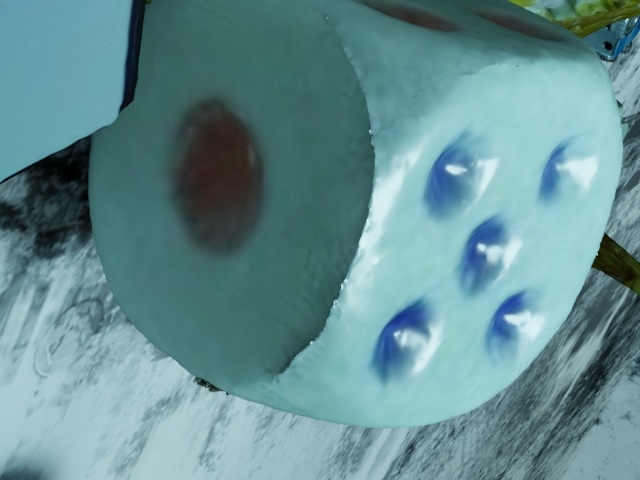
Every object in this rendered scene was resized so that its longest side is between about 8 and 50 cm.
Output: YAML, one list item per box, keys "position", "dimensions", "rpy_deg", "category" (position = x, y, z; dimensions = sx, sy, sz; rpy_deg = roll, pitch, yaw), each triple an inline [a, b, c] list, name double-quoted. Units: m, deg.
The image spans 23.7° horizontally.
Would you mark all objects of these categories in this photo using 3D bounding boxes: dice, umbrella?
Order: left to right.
- position: [-0.098, 0.133, 1.454]
  dimensions: [0.083, 0.020, 0.031]
  rpy_deg: [40, 47, -68]
  category: "umbrella"
- position: [0.021, -0.046, 1.034]
  dimensions: [0.262, 0.268, 0.264]
  rpy_deg: [-3, 116, -46]
  category: "dice"

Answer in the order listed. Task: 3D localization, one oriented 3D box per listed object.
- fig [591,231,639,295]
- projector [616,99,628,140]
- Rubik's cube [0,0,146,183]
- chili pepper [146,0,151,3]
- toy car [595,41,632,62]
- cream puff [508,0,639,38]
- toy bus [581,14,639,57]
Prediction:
- position: [0.216, -0.010, 1.556]
  dimensions: [0.190, 0.290, 0.190]
  rpy_deg: [-64, -179, 3]
  category: "fig"
- position: [0.135, -0.019, 1.260]
  dimensions: [0.198, 0.108, 0.250]
  rpy_deg: [-16, 135, -61]
  category: "projector"
- position: [-0.232, -0.151, 0.433]
  dimensions: [0.283, 0.288, 0.293]
  rpy_deg: [-35, 149, -37]
  category: "Rubik's cube"
- position: [-0.167, -0.158, 0.875]
  dimensions: [0.049, 0.043, 0.208]
  rpy_deg: [-39, 165, 37]
  category: "chili pepper"
- position: [0.291, -0.228, 1.648]
  dimensions: [0.165, 0.062, 0.071]
  rpy_deg: [-32, 148, -43]
  category: "toy car"
- position: [0.183, -0.246, 1.200]
  dimensions: [0.282, 0.185, 0.282]
  rpy_deg: [-19, 180, 0]
  category: "cream puff"
- position: [0.295, -0.309, 1.473]
  dimensions: [0.134, 0.113, 0.246]
  rpy_deg: [-42, 157, -37]
  category: "toy bus"
